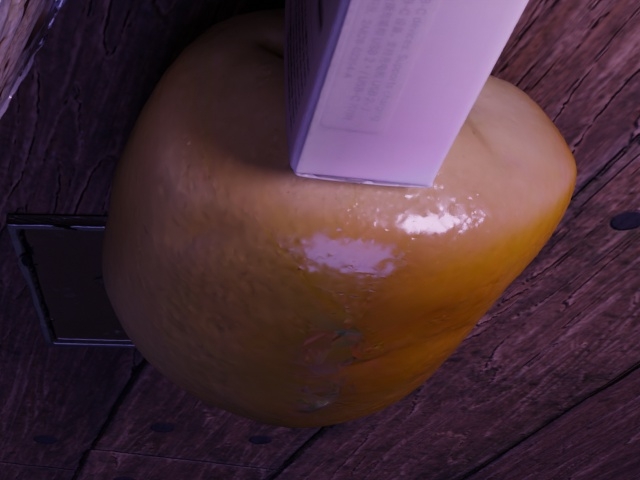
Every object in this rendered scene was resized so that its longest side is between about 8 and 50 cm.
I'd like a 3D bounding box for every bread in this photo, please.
[{"bbox_3d":[0.000,0.000,0.839,0.348,0.253,0.376,13,144,-16],"label":"bread"}]

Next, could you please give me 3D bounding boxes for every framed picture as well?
[{"bbox_3d":[-0.222,0.055,1.132,0.209,0.019,0.281,2,148,-5],"label":"framed picture"}]

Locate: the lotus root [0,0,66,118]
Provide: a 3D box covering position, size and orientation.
[{"bbox_3d":[-0.259,-0.148,0.618,0.192,0.272,0.272,25,141,-20],"label":"lotus root"}]

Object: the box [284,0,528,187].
[{"bbox_3d":[0.047,-0.183,0.586,0.106,0.203,0.251,5,147,-12],"label":"box"}]
